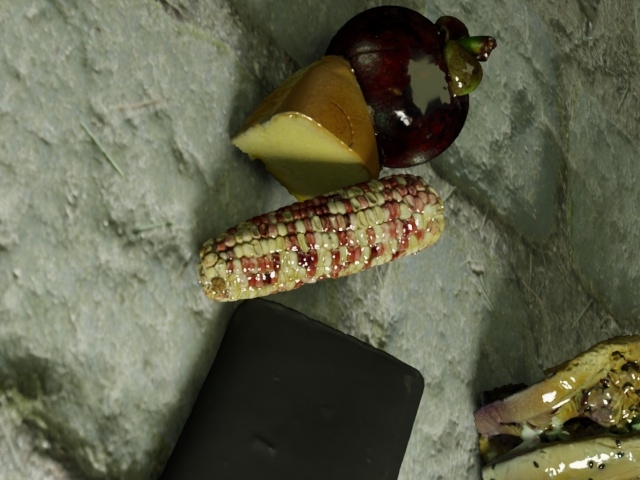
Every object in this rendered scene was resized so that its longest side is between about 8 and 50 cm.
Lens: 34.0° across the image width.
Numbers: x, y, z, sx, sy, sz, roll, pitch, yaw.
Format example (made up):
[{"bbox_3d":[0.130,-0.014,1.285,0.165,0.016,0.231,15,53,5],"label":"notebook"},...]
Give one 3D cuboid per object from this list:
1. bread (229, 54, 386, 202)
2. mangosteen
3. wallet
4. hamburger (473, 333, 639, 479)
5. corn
[{"bbox_3d":[0.003,-0.119,1.251,0.160,0.140,0.169,51,41,-18],"label":"bread"},{"bbox_3d":[0.110,-0.198,1.356,0.216,0.216,0.216,24,59,-46],"label":"mangosteen"},{"bbox_3d":[-0.046,0.251,1.025,0.228,0.062,0.406,25,50,-2],"label":"wallet"},{"bbox_3d":[0.380,0.259,1.489,0.318,0.277,0.195,3,66,-47],"label":"hamburger"},{"bbox_3d":[0.000,0.000,1.150,0.290,0.098,0.098,-18,92,-18],"label":"corn"}]
